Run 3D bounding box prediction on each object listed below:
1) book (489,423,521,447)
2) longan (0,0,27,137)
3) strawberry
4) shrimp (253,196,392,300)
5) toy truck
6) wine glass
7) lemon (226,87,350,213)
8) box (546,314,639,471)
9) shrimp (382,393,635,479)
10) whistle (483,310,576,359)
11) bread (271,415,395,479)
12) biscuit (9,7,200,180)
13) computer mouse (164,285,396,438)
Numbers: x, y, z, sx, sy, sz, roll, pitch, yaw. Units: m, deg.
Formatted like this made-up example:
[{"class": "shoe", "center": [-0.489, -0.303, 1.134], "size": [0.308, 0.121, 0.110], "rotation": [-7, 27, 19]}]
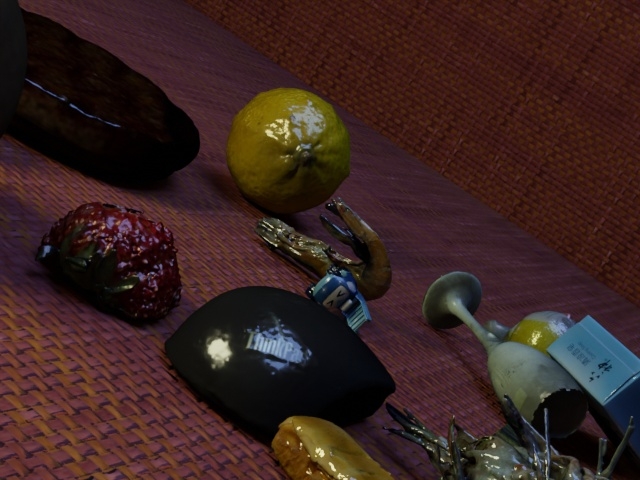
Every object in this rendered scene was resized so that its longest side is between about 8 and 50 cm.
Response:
[{"class": "book", "center": [0.240, 0.277, 1.367], "size": [0.160, 0.024, 0.228], "rotation": [38, 13, 17]}, {"class": "longan", "center": [-0.384, -0.174, 1.115], "size": [0.258, 0.258, 0.258], "rotation": [30, 13, -7]}, {"class": "strawberry", "center": [-0.193, 0.015, 1.227], "size": [0.192, 0.085, 0.140], "rotation": [25, 12, -33]}, {"class": "shrimp", "center": [0.000, 0.000, 1.645], "size": [0.219, 0.152, 0.046], "rotation": [27, 53, 24]}, {"class": "toy truck", "center": [0.032, 0.079, 1.582], "size": [0.090, 0.056, 0.073], "rotation": [49, 14, 20]}, {"class": "wine glass", "center": [0.169, 0.157, 1.649], "size": [0.264, 0.096, 0.309], "rotation": [-1, 27, -23]}, {"class": "lemon", "center": [-0.049, -0.137, 1.887], "size": [0.192, 0.192, 0.231], "rotation": [27, 5, -19]}, {"class": "box", "center": [0.414, 0.224, 1.663], "size": [0.232, 0.083, 0.142], "rotation": [49, 1, -35]}, {"class": "shrimp", "center": [0.213, 0.233, 1.162], "size": [0.172, 0.137, 0.372], "rotation": [-27, 54, -29]}, {"class": "whistle", "center": [0.322, 0.150, 1.862], "size": [0.123, 0.123, 0.223], "rotation": [25, 0, -26]}, {"class": "bread", "center": [0.014, 0.200, 1.064], "size": [0.074, 0.053, 0.132], "rotation": [22, 14, -37]}, {"class": "biscuit", "center": [-0.355, -0.205, 1.680], "size": [0.407, 0.091, 0.407], "rotation": [32, 13, -8]}, {"class": "computer mouse", "center": [-0.030, 0.107, 1.217], "size": [0.170, 0.100, 0.269], "rotation": [38, 14, 20]}]
